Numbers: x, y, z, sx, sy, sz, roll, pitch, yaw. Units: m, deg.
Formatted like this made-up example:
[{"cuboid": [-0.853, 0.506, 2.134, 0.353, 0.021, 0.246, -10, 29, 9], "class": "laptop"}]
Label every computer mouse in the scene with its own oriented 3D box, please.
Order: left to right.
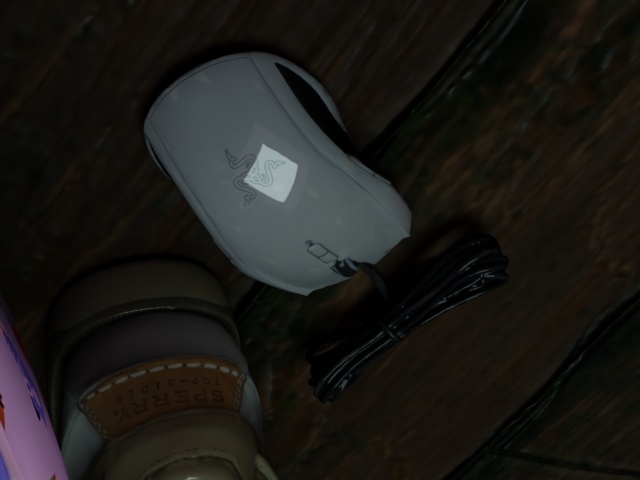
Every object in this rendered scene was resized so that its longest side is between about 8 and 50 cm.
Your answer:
[{"cuboid": [0.000, 0.000, 0.511, 0.106, 0.042, 0.193, -31, 140, 13], "class": "computer mouse"}]

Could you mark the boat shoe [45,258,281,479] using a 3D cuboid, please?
[{"cuboid": [-0.070, 0.145, 0.596, 0.113, 0.103, 0.302, -13, 140, -9], "class": "boat shoe"}]

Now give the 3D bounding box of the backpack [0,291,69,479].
[{"cuboid": [-0.173, 0.090, 0.365, 0.213, 0.263, 0.276, -19, 140, -3], "class": "backpack"}]
